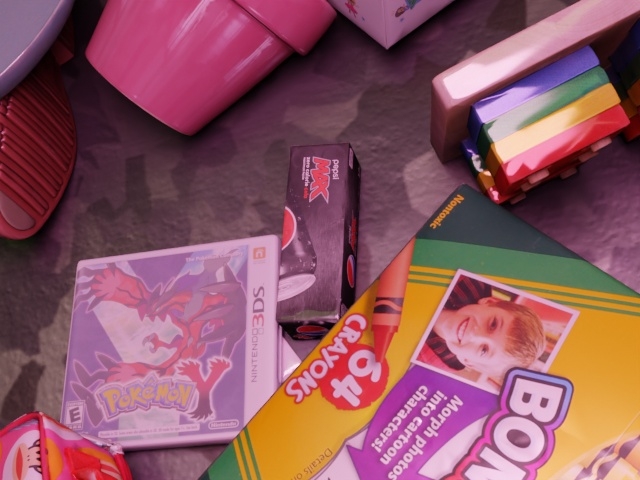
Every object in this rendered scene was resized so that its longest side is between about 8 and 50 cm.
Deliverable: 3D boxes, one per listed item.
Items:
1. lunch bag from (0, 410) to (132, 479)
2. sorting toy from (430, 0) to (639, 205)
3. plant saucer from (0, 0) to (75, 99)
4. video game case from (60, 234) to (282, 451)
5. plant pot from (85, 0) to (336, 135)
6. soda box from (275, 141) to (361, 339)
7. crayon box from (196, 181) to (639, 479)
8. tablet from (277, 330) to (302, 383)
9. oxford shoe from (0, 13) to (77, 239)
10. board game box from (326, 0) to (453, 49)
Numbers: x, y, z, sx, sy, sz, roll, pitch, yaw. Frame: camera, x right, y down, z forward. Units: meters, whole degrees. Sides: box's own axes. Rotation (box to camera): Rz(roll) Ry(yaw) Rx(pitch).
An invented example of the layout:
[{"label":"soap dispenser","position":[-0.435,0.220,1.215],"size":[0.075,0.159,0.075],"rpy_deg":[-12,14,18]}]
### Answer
[{"label":"lunch bag","position":[-0.215,0.265,0.663],"size":[0.258,0.120,0.293],"rpy_deg":[-43,34,9]},{"label":"sorting toy","position":[0.218,-0.116,0.722],"size":[0.255,0.257,0.089],"rpy_deg":[-27,84,4]},{"label":"plant saucer","position":[-0.354,-0.212,0.910],"size":[0.317,0.044,0.318],"rpy_deg":[-13,55,19]},{"label":"video game case","position":[-0.131,0.092,0.838],"size":[0.201,0.023,0.184],"rpy_deg":[-8,63,14]},{"label":"plant pot","position":[-0.116,-0.207,0.887],"size":[0.201,0.201,0.180],"rpy_deg":[44,99,27]},{"label":"soda box","position":[0.000,0.000,0.831],"size":[0.060,0.053,0.169],"rpy_deg":[-3,66,14]},{"label":"crayon box","position":[0.114,0.183,0.674],"size":[0.313,0.106,0.363],"rpy_deg":[36,78,31]},{"label":"tablet","position":[-0.062,0.115,0.824],"size":[0.083,0.006,0.054],"rpy_deg":[-38,62,-4]},{"label":"oxford shoe","position":[-0.329,-0.139,0.953],"size":[0.130,0.123,0.348],"rpy_deg":[-14,53,11]},{"label":"board game box","position":[0.101,-0.354,0.912],"size":[0.303,0.097,0.224],"rpy_deg":[-37,61,-14]}]
